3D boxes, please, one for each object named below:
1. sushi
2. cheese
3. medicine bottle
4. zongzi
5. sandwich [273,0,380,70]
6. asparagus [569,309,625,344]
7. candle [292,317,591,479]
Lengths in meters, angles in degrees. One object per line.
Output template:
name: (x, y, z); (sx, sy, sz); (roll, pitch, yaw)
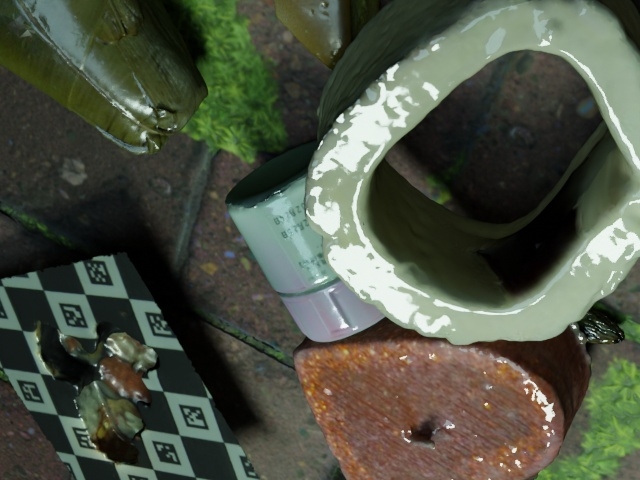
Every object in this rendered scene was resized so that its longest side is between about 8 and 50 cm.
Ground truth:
sushi: (-0.231, 0.155, 1.615); (0.320, 0.069, 0.339); (-14, 113, 41)
cheese: (0.155, -0.082, 1.182); (0.292, 0.153, 0.332); (32, 122, -15)
medicine bottle: (0.000, 0.000, 1.356); (0.135, 0.135, 0.169); (-18, 109, 33)
zongzi: (-0.193, -0.258, 1.293); (0.273, 0.145, 0.300); (34, 121, -2)
sandwich: (-0.001, -0.260, 1.224); (0.088, 0.090, 0.245); (9, 122, 18)
asparagus: (0.220, 0.070, 1.360); (0.165, 0.030, 0.036); (16, 110, 17)
candle: (0.105, 0.167, 1.396); (0.287, 0.131, 0.317); (33, 133, 6)
